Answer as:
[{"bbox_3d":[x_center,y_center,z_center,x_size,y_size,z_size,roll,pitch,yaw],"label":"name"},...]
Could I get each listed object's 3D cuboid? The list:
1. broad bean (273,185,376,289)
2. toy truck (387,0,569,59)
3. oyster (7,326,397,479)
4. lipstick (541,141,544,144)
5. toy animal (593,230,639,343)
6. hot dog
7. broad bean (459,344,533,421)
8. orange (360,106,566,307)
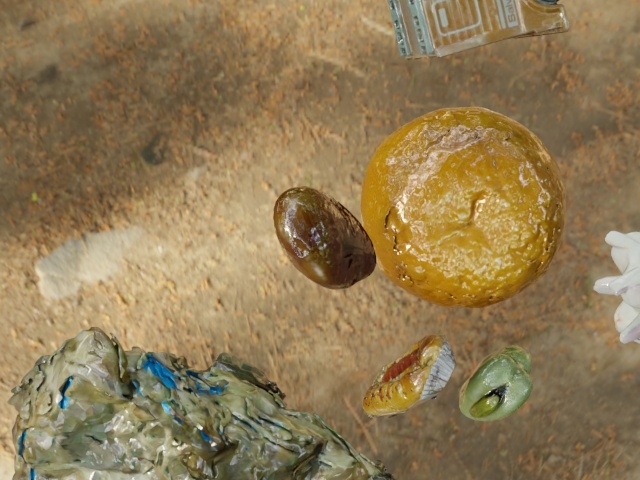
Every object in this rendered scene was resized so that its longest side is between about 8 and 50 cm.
[{"bbox_3d":[0.000,0.000,1.117,0.084,0.165,0.114,-31,65,14],"label":"broad bean"},{"bbox_3d":[0.114,-0.321,0.886,0.162,0.136,0.305,-18,103,-9],"label":"toy truck"},{"bbox_3d":[-0.057,0.148,0.487,0.198,0.092,0.259,-17,105,1],"label":"oyster"},{"bbox_3d":[0.398,-0.112,2.203,0.300,0.081,0.081,-44,65,8],"label":"lipstick"},{"bbox_3d":[0.527,0.114,1.581,0.138,0.282,0.140,-7,42,6],"label":"toy animal"},{"bbox_3d":[0.148,0.244,1.692,0.069,0.253,0.131,33,56,-9],"label":"hot dog"},{"bbox_3d":[0.322,0.267,1.789,0.100,0.228,0.169,45,109,7],"label":"broad bean"},{"bbox_3d":[0.234,-0.057,1.615,0.341,0.293,0.340,0,102,-1],"label":"orange"}]
